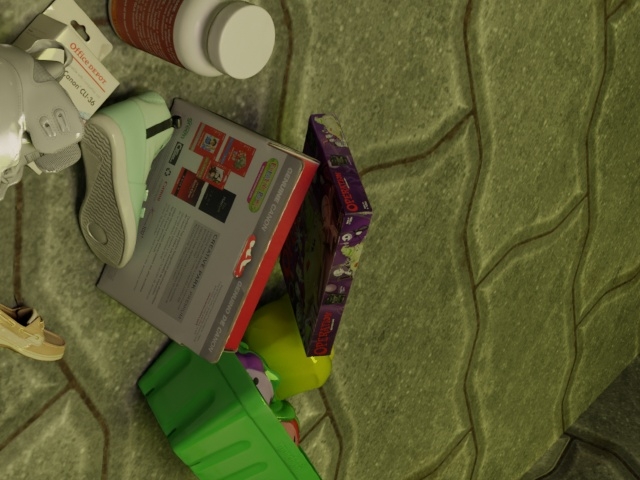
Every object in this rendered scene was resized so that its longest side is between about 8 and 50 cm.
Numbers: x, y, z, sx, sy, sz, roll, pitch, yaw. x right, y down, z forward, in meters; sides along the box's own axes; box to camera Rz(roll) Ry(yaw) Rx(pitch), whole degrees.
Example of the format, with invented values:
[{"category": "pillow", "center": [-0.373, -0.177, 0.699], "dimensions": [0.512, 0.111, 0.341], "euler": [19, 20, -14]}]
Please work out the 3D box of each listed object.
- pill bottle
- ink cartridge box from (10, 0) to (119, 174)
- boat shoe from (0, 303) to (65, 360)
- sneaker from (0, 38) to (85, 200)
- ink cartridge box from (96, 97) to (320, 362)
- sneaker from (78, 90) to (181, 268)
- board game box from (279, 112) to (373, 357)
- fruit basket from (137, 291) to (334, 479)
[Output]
[{"category": "pill bottle", "center": [-0.163, -0.279, 1.212], "dimensions": [0.121, 0.216, 0.121], "euler": [-28, 132, -36]}, {"category": "ink cartridge box", "center": [-0.335, -0.197, 1.184], "dimensions": [0.198, 0.067, 0.115], "euler": [-53, 142, -11]}, {"category": "boat shoe", "center": [-0.409, 0.119, 1.304], "dimensions": [0.059, 0.063, 0.170], "euler": [-56, 143, 2]}, {"category": "sneaker", "center": [-0.363, -0.059, 1.030], "dimensions": [0.210, 0.137, 0.366], "euler": [-2, 82, -17]}, {"category": "ink cartridge box", "center": [-0.142, -0.008, 1.365], "dimensions": [0.130, 0.272, 0.309], "euler": [16, 100, -54]}, {"category": "sneaker", "center": [-0.258, -0.085, 1.333], "dimensions": [0.151, 0.094, 0.256], "euler": [-43, 152, -45]}, {"category": "board game box", "center": [0.000, 0.000, 1.476], "dimensions": [0.056, 0.208, 0.347], "euler": [-2, 139, -14]}, {"category": "fruit basket", "center": [-0.083, 0.252, 1.639], "dimensions": [0.392, 0.283, 0.392], "euler": [-20, 135, -21]}]
